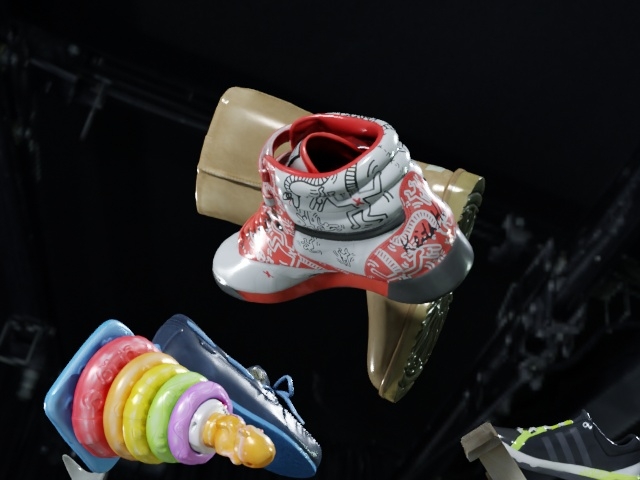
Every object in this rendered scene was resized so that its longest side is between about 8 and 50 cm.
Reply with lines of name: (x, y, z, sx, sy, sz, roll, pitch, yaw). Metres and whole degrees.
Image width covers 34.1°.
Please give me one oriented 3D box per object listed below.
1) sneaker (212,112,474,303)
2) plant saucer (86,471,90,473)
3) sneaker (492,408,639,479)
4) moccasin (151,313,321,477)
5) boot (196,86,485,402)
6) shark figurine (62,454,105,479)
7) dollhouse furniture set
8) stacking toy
sneaker: (-0.017, -0.027, 0.819, 0.270, 0.090, 0.145, 0, -47, 47)
plant saucer: (-0.383, 0.505, 1.857, 0.037, 0.195, 0.195, -34, -49, -2)
sneaker: (0.332, 0.273, 1.422, 0.234, 0.097, 0.084, 16, -2, 2)
moccasin: (-0.111, 0.233, 1.579, 0.137, 0.117, 0.342, -20, -54, 36)
boot: (0.000, 0.000, 1.005, 0.269, 0.236, 0.089, 19, 1, 20)
shark figurine: (-0.436, 0.446, 1.562, 0.116, 0.278, 0.166, -2, -74, 60)
dollhouse furniture set: (0.142, 0.349, 1.209, 0.242, 0.212, 0.161, -33, -93, 2)
stacking toy: (-0.177, 0.222, 1.308, 0.301, 0.166, 0.175, 11, -39, 34)
